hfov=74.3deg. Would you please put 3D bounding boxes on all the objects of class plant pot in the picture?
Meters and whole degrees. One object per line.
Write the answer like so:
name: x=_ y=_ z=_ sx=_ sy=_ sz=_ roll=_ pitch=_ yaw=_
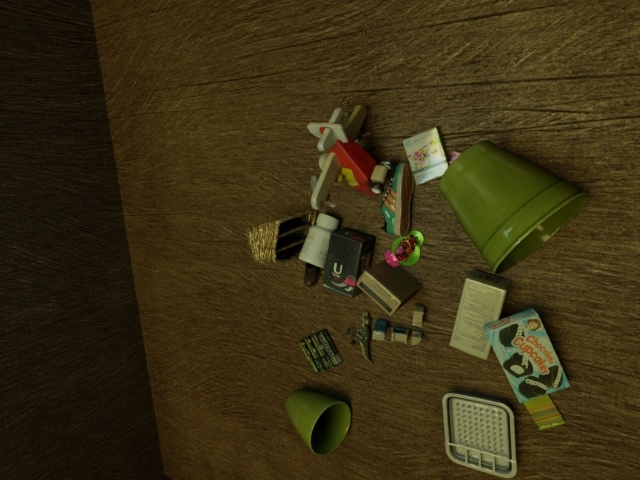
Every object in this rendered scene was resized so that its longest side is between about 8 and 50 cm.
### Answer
plant pot: x=-0.042 y=0.896 z=2.182 sx=0.294 sy=0.275 sz=0.274 roll=17 pitch=112 yaw=47
plant pot: x=0.599 y=-0.137 z=1.408 sx=0.353 sy=0.367 sz=0.366 roll=53 pitch=126 yaw=27

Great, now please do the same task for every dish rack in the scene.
dish rack: x=0.663 y=0.790 z=1.755 sx=0.286 sy=0.072 sz=0.332 roll=0 pitch=103 yaw=36

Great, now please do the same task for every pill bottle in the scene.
pill bottle: x=0.000 y=0.000 z=1.925 sx=0.131 sy=0.131 sz=0.229 roll=19 pitch=85 yaw=30

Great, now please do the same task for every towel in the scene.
towel: x=0.828 y=0.605 z=1.624 sx=0.102 sy=0.021 sz=0.237 roll=-34 pitch=82 yaw=31

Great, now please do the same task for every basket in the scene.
basket: x=-0.152 y=-0.005 z=1.964 sx=0.223 sy=0.299 sz=0.213 roll=-14 pitch=95 yaw=37

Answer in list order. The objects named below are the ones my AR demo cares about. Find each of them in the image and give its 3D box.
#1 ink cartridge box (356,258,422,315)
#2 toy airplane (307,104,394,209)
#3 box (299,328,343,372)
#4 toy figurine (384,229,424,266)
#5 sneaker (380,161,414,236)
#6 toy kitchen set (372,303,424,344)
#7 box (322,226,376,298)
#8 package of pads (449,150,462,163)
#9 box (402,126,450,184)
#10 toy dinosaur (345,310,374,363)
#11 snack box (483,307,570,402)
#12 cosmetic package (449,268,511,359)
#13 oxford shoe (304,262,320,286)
ink cartridge box: x=0.287 y=0.184 z=1.750 sx=0.193 sy=0.235 sz=0.088 roll=41 pitch=121 yaw=20
toy airplane: x=0.076 y=-0.333 z=1.673 sx=0.272 sy=0.386 sz=0.384 roll=2 pitch=106 yaw=51
box: x=0.000 y=0.572 z=2.175 sx=0.184 sy=0.045 sz=0.190 roll=-34 pitch=83 yaw=39
toy figurine: x=0.333 y=0.045 z=1.727 sx=0.130 sy=0.159 sz=0.173 roll=45 pitch=123 yaw=17
sneaker: x=0.300 y=-0.169 z=1.725 sx=0.121 sy=0.108 sz=0.302 roll=13 pitch=103 yaw=39
toy kitchen set: x=0.344 y=0.347 z=1.853 sx=0.207 sy=0.122 sz=0.166 roll=6 pitch=106 yaw=13
box: x=0.128 y=0.097 z=1.895 sx=0.165 sy=0.143 sz=0.270 roll=19 pitch=112 yaw=29
package of pads: x=0.529 y=-0.302 z=1.576 sx=0.083 sy=0.032 sz=0.050 roll=24 pitch=112 yaw=28
box: x=0.417 y=-0.327 z=1.644 sx=0.145 sy=0.038 sz=0.186 roll=-16 pitch=92 yaw=36
toy dinosaur: x=0.188 y=0.466 z=2.007 sx=0.118 sy=0.064 sz=0.268 roll=3 pitch=108 yaw=27
snack box: x=0.742 y=0.416 z=1.521 sx=0.187 sy=0.060 sz=0.322 roll=-26 pitch=102 yaw=15
cosmetic package: x=0.611 y=0.279 z=1.617 sx=0.153 sy=0.129 sz=0.296 roll=19 pitch=112 yaw=28
oxford shoe: x=-0.048 y=0.137 z=2.059 sx=0.083 sy=0.096 sz=0.227 roll=29 pitch=119 yaw=24
